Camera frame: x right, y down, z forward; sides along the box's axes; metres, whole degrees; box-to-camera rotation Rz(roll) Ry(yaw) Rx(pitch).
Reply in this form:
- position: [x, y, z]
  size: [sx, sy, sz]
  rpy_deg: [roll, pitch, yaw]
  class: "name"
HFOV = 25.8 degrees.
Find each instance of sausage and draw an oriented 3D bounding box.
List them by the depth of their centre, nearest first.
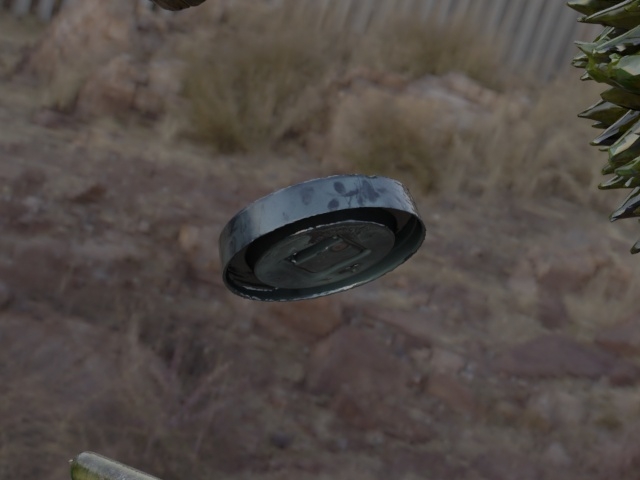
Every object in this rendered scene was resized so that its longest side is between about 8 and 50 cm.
- position: [-0.108, 0.198, 1.034]
  size: [0.032, 0.033, 0.269]
  rpy_deg: [-1, 10, -44]
  class: "sausage"

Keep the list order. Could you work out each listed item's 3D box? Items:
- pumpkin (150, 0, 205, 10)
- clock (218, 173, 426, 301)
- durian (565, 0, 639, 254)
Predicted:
- position: [-0.084, -0.282, 0.712]
  size: [0.190, 0.280, 0.139]
  rpy_deg: [-37, 22, -19]
  class: "pumpkin"
- position: [0.000, 0.000, 1.434]
  size: [0.215, 0.215, 0.042]
  rpy_deg: [4, 60, -36]
  class: "clock"
- position: [0.197, -0.066, 0.531]
  size: [0.198, 0.394, 0.163]
  rpy_deg: [-13, 27, 6]
  class: "durian"
